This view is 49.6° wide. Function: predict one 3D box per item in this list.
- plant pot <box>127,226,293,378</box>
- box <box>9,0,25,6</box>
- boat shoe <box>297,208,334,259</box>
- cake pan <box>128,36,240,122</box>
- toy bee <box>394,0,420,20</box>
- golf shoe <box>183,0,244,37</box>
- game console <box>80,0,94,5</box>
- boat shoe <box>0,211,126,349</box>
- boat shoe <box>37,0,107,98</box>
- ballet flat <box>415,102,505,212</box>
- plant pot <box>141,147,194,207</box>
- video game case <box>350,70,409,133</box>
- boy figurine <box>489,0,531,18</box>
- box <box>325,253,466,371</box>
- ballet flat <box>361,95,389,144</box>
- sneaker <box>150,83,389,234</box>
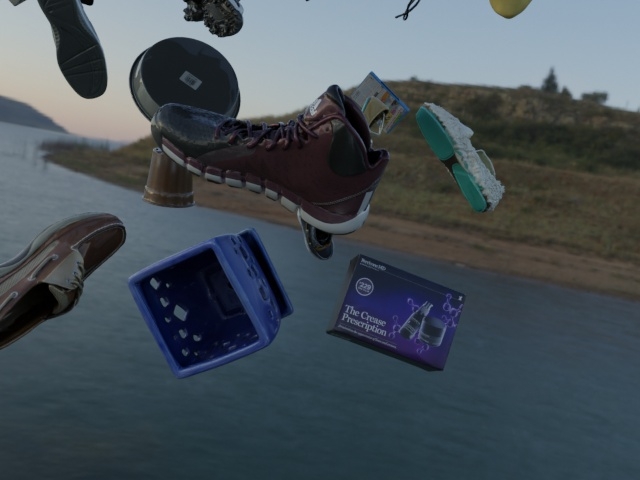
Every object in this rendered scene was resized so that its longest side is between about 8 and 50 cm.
[{"bbox_3d":[-0.206,0.113,1.414,0.236,0.236,0.212,-24,5,24],"label":"plant pot"},{"bbox_3d":[-0.556,-0.538,1.146,0.094,0.275,0.113,-29,22,24],"label":"box"},{"bbox_3d":[0.000,0.000,1.636,0.083,0.065,0.183,52,-9,45],"label":"boat shoe"},{"bbox_3d":[-0.337,-0.399,1.770,0.293,0.293,0.054,8,-25,-22],"label":"cake pan"},{"bbox_3d":[0.174,-0.517,1.225,0.162,0.195,0.298,33,-46,-17],"label":"toy bee"},{"bbox_3d":[-0.164,-0.399,1.188,0.094,0.077,0.198,-12,34,-30],"label":"golf shoe"},{"bbox_3d":[-0.681,-0.747,1.984,0.107,0.122,0.071,17,23,2],"label":"game console"},{"bbox_3d":[-0.426,0.070,1.091,0.116,0.123,0.324,30,50,23],"label":"boat shoe"},{"bbox_3d":[-0.621,-0.519,1.747,0.118,0.320,0.103,-18,25,0],"label":"boat shoe"},{"bbox_3d":[0.457,-0.278,2.227,0.147,0.409,0.147,-32,6,4],"label":"ballet flat"},{"bbox_3d":[-0.472,-0.202,2.190,0.167,0.165,0.167,9,15,-3],"label":"plant pot"},{"bbox_3d":[0.182,-0.422,2.124,0.166,0.119,0.015,46,48,1],"label":"video game case"},{"bbox_3d":[0.367,-0.613,1.509,0.092,0.285,0.177,-29,-23,15],"label":"boy figurine"},{"bbox_3d":[0.169,0.164,1.554,0.261,0.184,0.103,21,-15,-5],"label":"box"},{"bbox_3d":[0.110,-0.269,1.729,0.073,0.232,0.080,29,-28,-1],"label":"ballet flat"},{"bbox_3d":[-0.047,-0.130,0.801,0.281,0.162,0.106,23,41,-8],"label":"sneaker"}]
